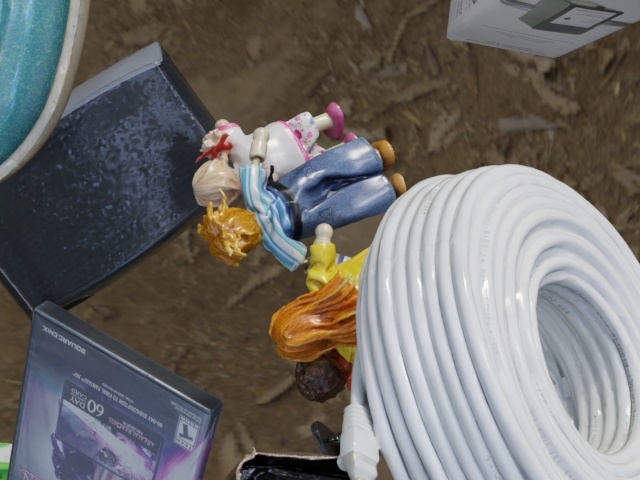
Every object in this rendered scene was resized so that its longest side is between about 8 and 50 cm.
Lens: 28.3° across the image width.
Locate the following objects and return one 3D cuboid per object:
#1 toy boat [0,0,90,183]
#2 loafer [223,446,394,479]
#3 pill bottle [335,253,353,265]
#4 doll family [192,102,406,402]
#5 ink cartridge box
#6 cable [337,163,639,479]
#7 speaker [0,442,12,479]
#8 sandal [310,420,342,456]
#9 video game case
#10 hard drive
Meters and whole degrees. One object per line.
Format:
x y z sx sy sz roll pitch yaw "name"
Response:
-0.333 -0.168 0.943 0.318 0.148 0.267 16 98 13 "toy boat"
0.062 0.298 1.370 0.366 0.130 0.133 3 58 1 "loafer"
0.074 0.082 1.625 0.169 0.094 0.094 17 85 2 "pill bottle"
0.000 0.000 0.944 0.163 0.118 0.263 -25 79 -25 "doll family"
0.199 -0.268 0.989 0.115 0.273 0.198 8 86 -11 "ink cartridge box"
0.122 0.076 0.711 0.089 0.257 0.257 -26 49 35 "cable"
-0.540 0.362 1.879 0.131 0.296 0.131 -4 80 26 "speaker"
0.049 0.304 1.804 0.040 0.179 0.067 -37 32 16 "sandal"
-0.203 0.211 1.185 0.196 0.026 0.274 27 122 18 "video game case"
-0.208 -0.050 1.182 0.255 0.054 0.172 -36 100 -4 "hard drive"
